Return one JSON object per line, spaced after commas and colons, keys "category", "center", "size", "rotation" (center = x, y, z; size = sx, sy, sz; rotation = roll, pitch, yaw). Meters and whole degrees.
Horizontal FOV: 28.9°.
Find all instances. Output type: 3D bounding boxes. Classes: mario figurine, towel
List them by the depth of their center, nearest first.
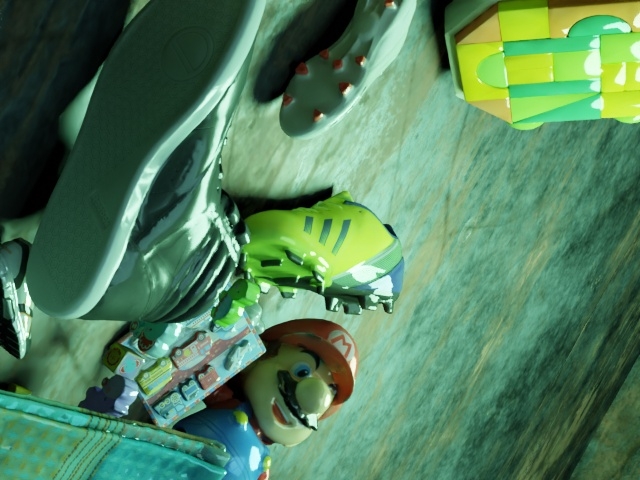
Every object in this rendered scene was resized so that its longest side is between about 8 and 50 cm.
{"category": "towel", "center": [-0.260, 0.245, 0.965], "size": [0.370, 0.040, 0.271], "rotation": [25, 94, -45]}
{"category": "mario figurine", "center": [-0.073, 0.188, 1.207], "size": [0.320, 0.170, 0.198], "rotation": [-41, 146, -29]}

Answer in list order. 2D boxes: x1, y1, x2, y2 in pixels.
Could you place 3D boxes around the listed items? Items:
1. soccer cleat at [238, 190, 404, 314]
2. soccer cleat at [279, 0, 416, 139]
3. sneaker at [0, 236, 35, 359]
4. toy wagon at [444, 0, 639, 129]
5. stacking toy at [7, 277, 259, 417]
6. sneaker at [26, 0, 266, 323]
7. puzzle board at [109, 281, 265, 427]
{"category": "soccer cleat", "center": [-0.001, 0.000, 1.256], "size": [0.289, 0.093, 0.121], "rotation": [24, 66, -59]}
{"category": "soccer cleat", "center": [0.033, -0.165, 1.142], "size": [0.196, 0.068, 0.076], "rotation": [-56, 156, -12]}
{"category": "sneaker", "center": [-0.228, 0.045, 0.935], "size": [0.044, 0.040, 0.109], "rotation": [-39, 147, -39]}
{"category": "toy wagon", "center": [0.307, -0.213, 1.294], "size": [0.267, 0.344, 0.068], "rotation": [68, 23, -58]}
{"category": "stacking toy", "center": [-0.157, 0.102, 1.047], "size": [0.167, 0.052, 0.221], "rotation": [32, 89, -45]}
{"category": "sneaker", "center": [-0.101, -0.065, 0.944], "size": [0.147, 0.105, 0.295], "rotation": [25, 92, -56]}
{"category": "puzzle board", "center": [-0.118, 0.100, 1.136], "size": [0.128, 0.011, 0.096], "rotation": [-36, 115, -23]}
